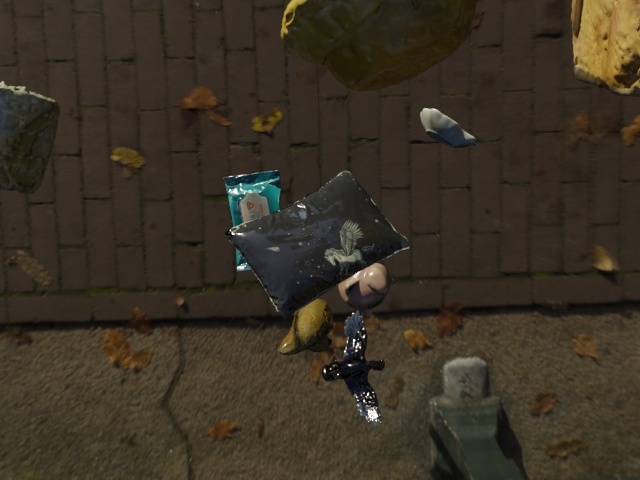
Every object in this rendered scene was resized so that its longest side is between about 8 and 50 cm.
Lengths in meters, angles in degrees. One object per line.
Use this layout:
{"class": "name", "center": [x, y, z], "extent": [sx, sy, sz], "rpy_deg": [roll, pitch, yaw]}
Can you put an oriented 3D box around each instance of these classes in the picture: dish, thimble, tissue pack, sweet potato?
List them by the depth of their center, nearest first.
{"class": "thimble", "center": [-0.448, -0.149, 1.081], "extent": [0.138, 0.190, 0.143], "rpy_deg": [17, 91, -8]}
{"class": "tissue pack", "center": [-0.086, -0.028, 1.105], "extent": [0.085, 0.028, 0.137], "rpy_deg": [-8, 88, 6]}
{"class": "dish", "center": [0.265, -0.225, 1.640], "extent": [0.137, 0.091, 0.039], "rpy_deg": [32, 82, -5]}
{"class": "sweet potato", "center": [-0.020, 0.185, 1.680], "extent": [0.098, 0.310, 0.124], "rpy_deg": [14, 87, 10]}

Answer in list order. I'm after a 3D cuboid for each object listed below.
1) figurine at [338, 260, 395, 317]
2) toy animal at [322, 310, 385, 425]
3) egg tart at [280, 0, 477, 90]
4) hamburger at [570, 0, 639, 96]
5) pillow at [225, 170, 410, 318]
{"class": "figurine", "center": [0.099, 0.092, 1.677], "extent": [0.125, 0.138, 0.125], "rpy_deg": [-4, 56, 6]}
{"class": "toy animal", "center": [0.062, 0.230, 1.396], "extent": [0.108, 0.062, 0.220], "rpy_deg": [-2, 61, -21]}
{"class": "egg tart", "center": [0.101, -0.284, 1.021], "extent": [0.319, 0.319, 0.128], "rpy_deg": [-18, 88, 3]}
{"class": "hamburger", "center": [0.291, -0.224, 0.623], "extent": [0.136, 0.155, 0.207], "rpy_deg": [-8, 109, -8]}
{"class": "pillow", "center": [0.000, 0.000, 0.995], "extent": [0.208, 0.055, 0.141], "rpy_deg": [-30, 76, -28]}
